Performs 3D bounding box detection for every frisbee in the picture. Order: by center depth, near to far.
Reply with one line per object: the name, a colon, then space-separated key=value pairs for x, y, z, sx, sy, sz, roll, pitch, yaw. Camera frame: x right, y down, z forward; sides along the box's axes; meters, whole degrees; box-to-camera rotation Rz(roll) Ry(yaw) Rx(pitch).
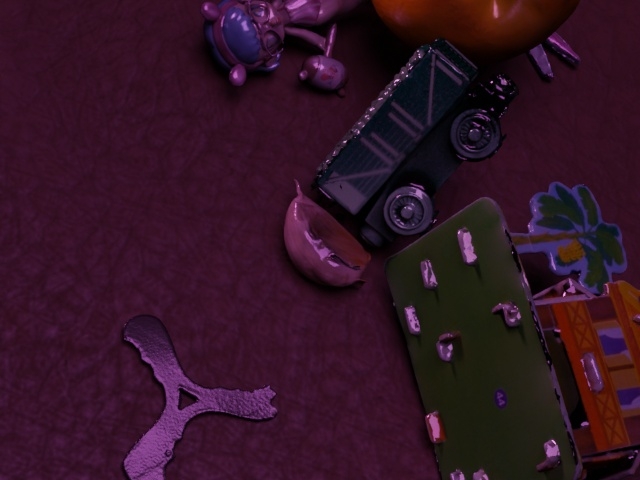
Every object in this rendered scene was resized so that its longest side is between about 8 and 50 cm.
frisbee: x=-0.140 y=0.189 z=1.718 sx=0.187 sy=0.012 sz=0.211 roll=7 pitch=63 yaw=-13

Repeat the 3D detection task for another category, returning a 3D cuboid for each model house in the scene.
model house: x=0.281 y=0.121 z=1.772 sx=0.312 sy=0.242 sz=0.358 roll=-4 pitch=69 yaw=-37

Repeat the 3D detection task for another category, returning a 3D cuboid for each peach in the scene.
peach: x=0.190 y=-0.363 z=1.912 sx=0.288 sy=0.289 sz=0.308 roll=3 pitch=22 yaw=-13

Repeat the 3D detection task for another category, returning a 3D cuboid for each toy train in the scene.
toy train: x=0.117 y=-0.114 z=1.805 sx=0.154 sy=0.269 sz=0.115 roll=40 pitch=20 yaw=-3

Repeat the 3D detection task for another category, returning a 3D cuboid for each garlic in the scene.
garlic: x=-0.005 y=0.006 z=1.821 sx=0.152 sy=0.066 sz=0.084 roll=42 pitch=34 yaw=3

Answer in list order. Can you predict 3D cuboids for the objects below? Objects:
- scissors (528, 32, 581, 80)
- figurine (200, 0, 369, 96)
scissors: x=0.281 y=-0.302 z=2.068 sx=0.133 sy=0.020 sz=0.187 roll=-31 pitch=74 yaw=-21
figurine: x=-0.031 y=-0.276 z=1.941 sx=0.260 sy=0.103 sz=0.205 roll=-31 pitch=111 yaw=-28
